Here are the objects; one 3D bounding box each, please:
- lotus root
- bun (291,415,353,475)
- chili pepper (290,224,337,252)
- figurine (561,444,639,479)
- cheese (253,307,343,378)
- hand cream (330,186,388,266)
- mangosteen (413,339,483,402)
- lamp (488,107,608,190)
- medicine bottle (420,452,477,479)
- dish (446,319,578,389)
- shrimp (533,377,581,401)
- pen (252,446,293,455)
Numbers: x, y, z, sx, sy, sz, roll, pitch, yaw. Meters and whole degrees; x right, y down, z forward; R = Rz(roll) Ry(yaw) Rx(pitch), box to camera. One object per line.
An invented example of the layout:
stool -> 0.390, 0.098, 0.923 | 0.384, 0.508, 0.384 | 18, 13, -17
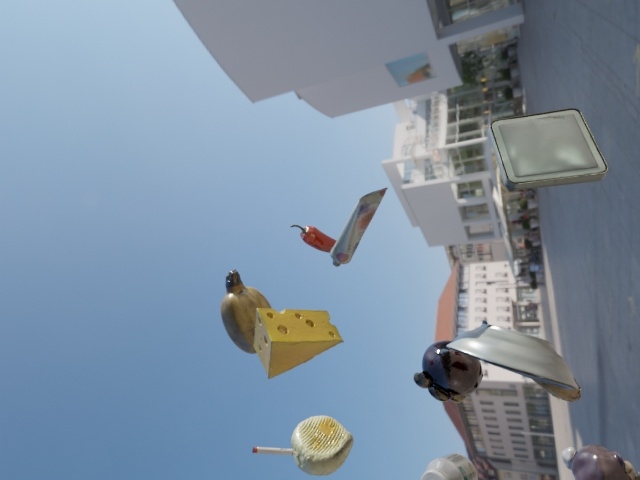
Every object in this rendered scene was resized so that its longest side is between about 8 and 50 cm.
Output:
lotus root -> -0.270, 0.254, 1.542 | 0.310, 0.182, 0.183 | 65, -151, -5
bun -> 0.004, 0.788, 1.612 | 0.244, 0.243, 0.153 | -33, -51, -61
chili pepper -> 0.000, 0.000, 1.546 | 0.272, 0.071, 0.063 | 26, -160, -36
figurine -> 1.107, 0.847, 1.548 | 0.218, 0.364, 0.206 | 69, -163, -54
cheese -> -0.043, 0.195, 0.893 | 0.093, 0.171, 0.126 | 56, 146, 42
hand cream -> 0.112, -0.031, 1.387 | 0.124, 0.341, 0.078 | -21, -120, -40
mangosteen -> 0.424, 0.427, 1.400 | 0.210, 0.209, 0.210 | 24, -118, -60
lamp -> 0.653, -0.270, 1.252 | 0.047, 0.266, 0.269 | 72, -165, -55
medicine bottle -> 0.413, 0.778, 1.391 | 0.215, 0.135, 0.135 | 18, -113, -49
dish -> 0.493, 0.282, 1.101 | 0.316, 0.316, 0.106 | 32, -105, -58
shrimp -> 0.838, 0.484, 1.573 | 0.173, 0.253, 0.058 | -28, -31, -44
pen -> -0.177, 0.913, 1.852 | 0.239, 0.028, 0.028 | 13, -113, -20
